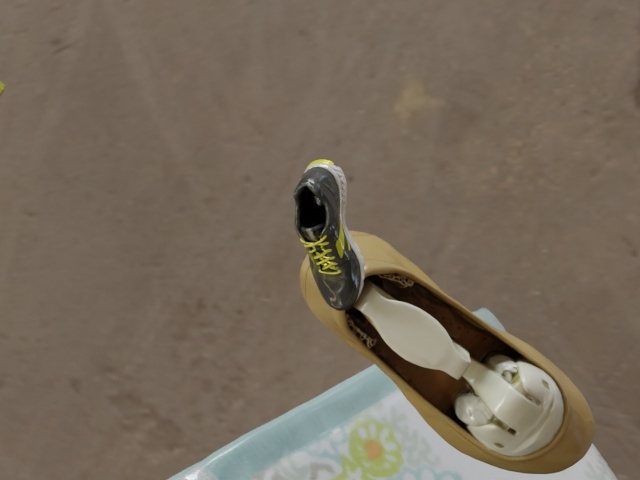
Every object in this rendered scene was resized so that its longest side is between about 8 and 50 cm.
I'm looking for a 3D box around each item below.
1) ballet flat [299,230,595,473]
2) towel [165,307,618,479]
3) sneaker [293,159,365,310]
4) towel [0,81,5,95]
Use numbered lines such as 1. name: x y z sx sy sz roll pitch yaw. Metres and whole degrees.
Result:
1. ballet flat: 0.083 0.081 0.994 0.232 0.073 0.080 35 92 -20
2. towel: 0.084 0.236 1.119 0.374 0.090 0.320 -24 76 -43
3. sneaker: 0.000 0.000 0.896 0.035 0.031 0.083 -35 115 -61
4. towel: -0.315 -0.129 1.026 0.237 0.021 0.102 34 57 -13
